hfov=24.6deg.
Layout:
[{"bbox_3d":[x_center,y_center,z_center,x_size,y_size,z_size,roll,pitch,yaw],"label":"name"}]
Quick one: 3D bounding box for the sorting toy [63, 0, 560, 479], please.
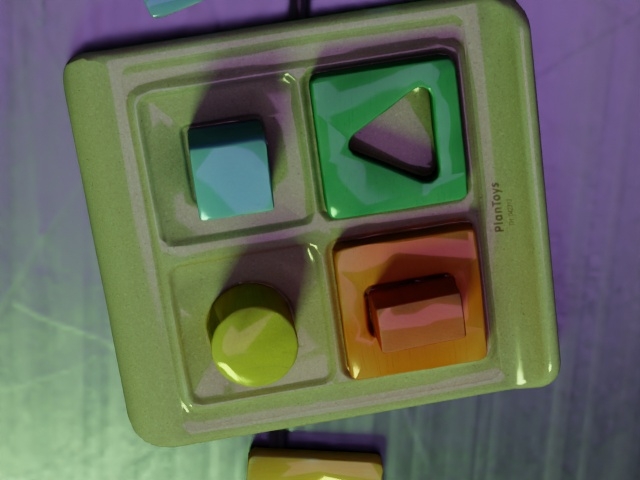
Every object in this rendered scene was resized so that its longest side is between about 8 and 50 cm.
[{"bbox_3d":[0.000,0.000,0.621,0.196,0.047,0.347,-8,109,1],"label":"sorting toy"}]
